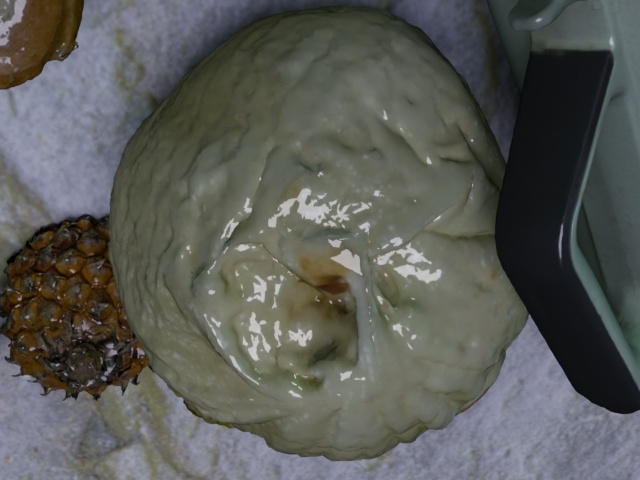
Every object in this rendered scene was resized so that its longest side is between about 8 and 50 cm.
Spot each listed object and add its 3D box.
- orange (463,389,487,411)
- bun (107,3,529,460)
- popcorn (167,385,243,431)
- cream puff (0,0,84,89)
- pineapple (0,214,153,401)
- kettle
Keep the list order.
[{"bbox_3d":[0.107,0.100,0.971,0.117,0.135,0.135,2,123,9],"label":"orange"},{"bbox_3d":[0.000,0.000,0.799,0.349,0.227,0.352,27,103,2],"label":"bun"},{"bbox_3d":[-0.087,0.132,0.988,0.116,0.106,0.121,-8,123,-13],"label":"popcorn"},{"bbox_3d":[-0.249,-0.192,0.756,0.150,0.115,0.165,6,113,-18],"label":"cream puff"},{"bbox_3d":[-0.209,0.081,0.922,0.176,0.137,0.161,-30,121,12],"label":"pineapple"},{"bbox_3d":[0.240,-0.094,0.753,0.250,0.361,0.377,8,137,38],"label":"kettle"}]
